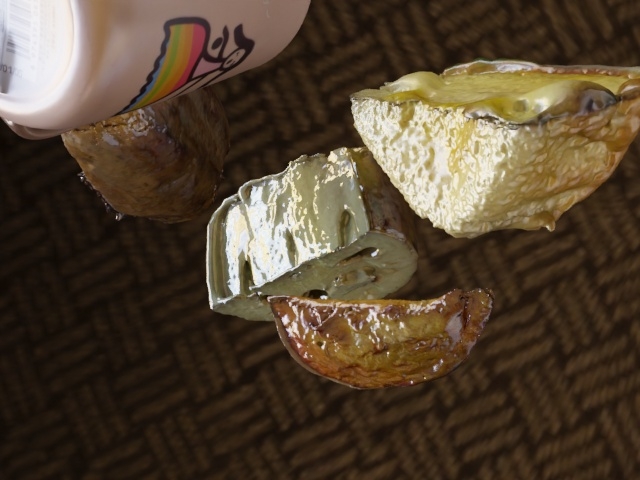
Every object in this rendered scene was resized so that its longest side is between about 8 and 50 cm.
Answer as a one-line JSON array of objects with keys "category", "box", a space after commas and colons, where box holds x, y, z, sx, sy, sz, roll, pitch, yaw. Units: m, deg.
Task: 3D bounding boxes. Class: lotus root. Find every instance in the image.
[{"category": "lotus root", "box": [-0.137, -0.093, 1.721, 0.078, 0.329, 0.167, 24, 81, 21]}, {"category": "lotus root", "box": [0.000, 0.000, 1.894, 0.235, 0.138, 0.119, -21, 55, 33]}]

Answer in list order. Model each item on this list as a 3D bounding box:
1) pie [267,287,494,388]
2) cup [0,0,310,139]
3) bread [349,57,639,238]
[{"category": "pie", "box": [0.052, 0.081, 1.487, 0.191, 0.033, 0.088, -4, 121, 24]}, {"category": "cup", "box": [-0.153, -0.158, 1.261, 0.191, 0.200, 0.253, 48, 133, 12]}, {"category": "bread", "box": [0.154, -0.069, 1.517, 0.251, 0.174, 0.133, 9, 109, 52]}]
